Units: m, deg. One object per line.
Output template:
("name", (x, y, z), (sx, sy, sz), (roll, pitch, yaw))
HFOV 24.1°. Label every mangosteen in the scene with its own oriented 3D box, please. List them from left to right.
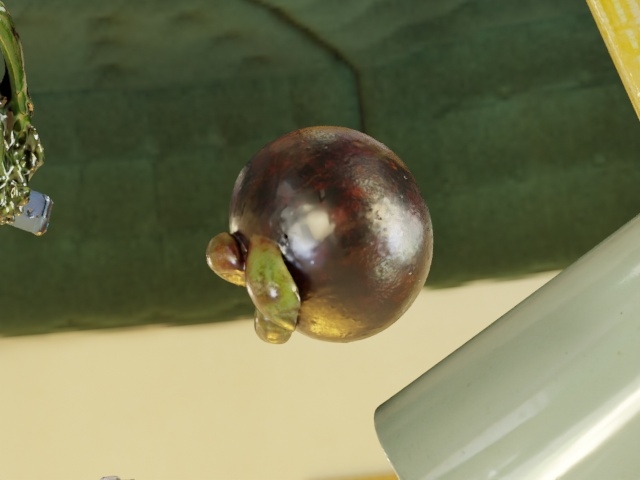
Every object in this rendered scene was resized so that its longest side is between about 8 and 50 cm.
("mangosteen", (0.000, 0.000, 1.876), (0.288, 0.288, 0.288), (-6, 171, -1))

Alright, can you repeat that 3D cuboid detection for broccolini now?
("broccolini", (-0.194, -0.094, 0.815), (0.091, 0.202, 0.068), (-20, -142, -33))

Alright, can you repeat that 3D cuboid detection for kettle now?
("kettle", (0.265, 0.127, 1.075), (0.377, 0.250, 0.361), (-40, -162, 8))

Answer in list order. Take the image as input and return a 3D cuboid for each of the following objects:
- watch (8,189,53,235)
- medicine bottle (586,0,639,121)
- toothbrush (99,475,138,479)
("watch", (-0.451, -0.091, 1.630), (0.274, 0.068, 0.276), (20, -173, -27))
("medicine bottle", (0.291, -0.148, 1.243), (0.108, 0.426, 0.108), (-26, -169, 6))
("toothbrush", (-0.138, 0.263, 0.798), (0.026, 0.288, 0.024), (11, -176, -38))
